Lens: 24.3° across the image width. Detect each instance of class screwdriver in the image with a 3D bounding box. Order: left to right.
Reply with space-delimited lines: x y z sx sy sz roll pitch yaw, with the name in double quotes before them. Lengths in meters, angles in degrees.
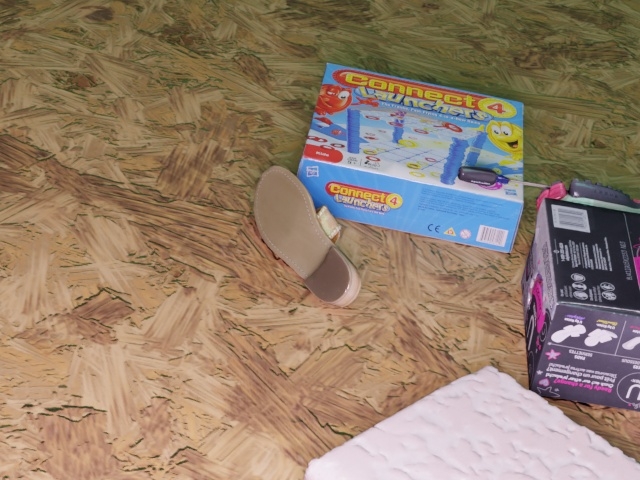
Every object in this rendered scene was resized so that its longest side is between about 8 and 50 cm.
"screwdriver" 0.263 -0.075 1.990 0.170 0.025 0.024 12 30 -15

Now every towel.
"towel" 0.201 0.278 1.541 0.332 0.053 0.317 34 37 30

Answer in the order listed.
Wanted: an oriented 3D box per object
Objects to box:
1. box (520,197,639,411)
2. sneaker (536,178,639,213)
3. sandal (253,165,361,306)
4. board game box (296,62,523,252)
"box" 0.337 0.077 1.816 0.163 0.142 0.247 9 31 -1
"sneaker" 0.432 0.008 2.002 0.299 0.121 0.112 8 61 -7
"sandal" -0.004 0.005 1.907 0.079 0.088 0.240 25 23 -47
"board game box" 0.132 -0.124 2.116 0.308 0.086 0.302 11 32 0
